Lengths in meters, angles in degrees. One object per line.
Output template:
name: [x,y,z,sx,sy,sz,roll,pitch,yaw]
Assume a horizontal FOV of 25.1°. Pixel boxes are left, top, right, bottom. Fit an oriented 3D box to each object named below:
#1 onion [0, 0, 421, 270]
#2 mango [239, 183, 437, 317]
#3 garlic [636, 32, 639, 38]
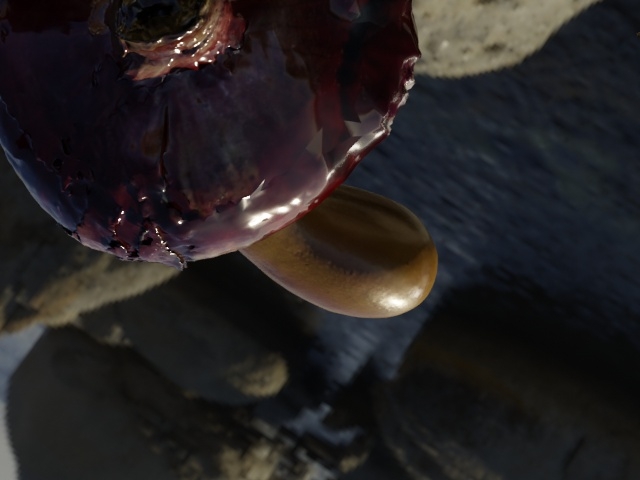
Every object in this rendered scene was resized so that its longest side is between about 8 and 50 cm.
onion: [-0.073,-0.107,0.761,0.252,0.252,0.219,36,-174,-6]
mango: [0.000,0.000,0.955,0.184,0.084,0.102,20,172,-36]
garlic: [0.318,-0.294,1.198,0.250,0.313,0.286,-4,126,10]
